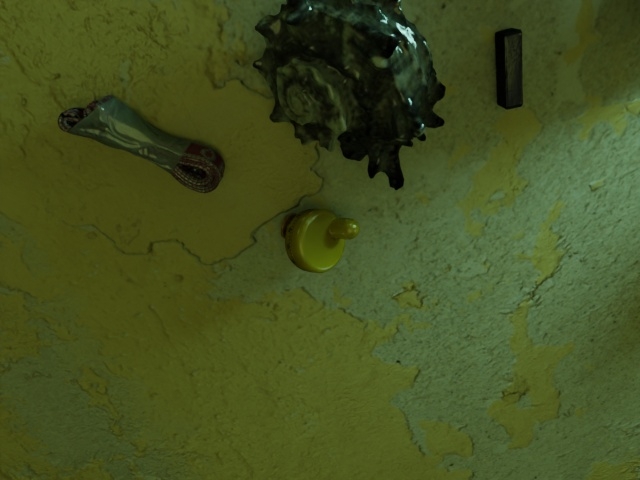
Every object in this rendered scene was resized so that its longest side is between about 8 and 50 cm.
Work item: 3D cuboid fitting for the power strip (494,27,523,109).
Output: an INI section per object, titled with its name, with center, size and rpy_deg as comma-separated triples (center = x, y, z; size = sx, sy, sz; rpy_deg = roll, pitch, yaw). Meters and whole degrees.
[power strip]
center = 0.276, -0.251, 0.686
size = 0.029, 0.038, 0.111
rpy_deg = -13, 118, 2

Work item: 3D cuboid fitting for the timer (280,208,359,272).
[timer]
center = 0.000, 0.000, 0.753
size = 0.107, 0.109, 0.107
rpy_deg = -4, 97, -42

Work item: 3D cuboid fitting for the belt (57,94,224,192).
[belt]
center = -0.251, -0.142, 0.682
size = 0.232, 0.053, 0.071
rpy_deg = 23, 121, -17

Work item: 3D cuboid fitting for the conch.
[conch]
center = 0.037, -0.198, 0.621
size = 0.241, 0.186, 0.313
rpy_deg = -21, 142, 36
